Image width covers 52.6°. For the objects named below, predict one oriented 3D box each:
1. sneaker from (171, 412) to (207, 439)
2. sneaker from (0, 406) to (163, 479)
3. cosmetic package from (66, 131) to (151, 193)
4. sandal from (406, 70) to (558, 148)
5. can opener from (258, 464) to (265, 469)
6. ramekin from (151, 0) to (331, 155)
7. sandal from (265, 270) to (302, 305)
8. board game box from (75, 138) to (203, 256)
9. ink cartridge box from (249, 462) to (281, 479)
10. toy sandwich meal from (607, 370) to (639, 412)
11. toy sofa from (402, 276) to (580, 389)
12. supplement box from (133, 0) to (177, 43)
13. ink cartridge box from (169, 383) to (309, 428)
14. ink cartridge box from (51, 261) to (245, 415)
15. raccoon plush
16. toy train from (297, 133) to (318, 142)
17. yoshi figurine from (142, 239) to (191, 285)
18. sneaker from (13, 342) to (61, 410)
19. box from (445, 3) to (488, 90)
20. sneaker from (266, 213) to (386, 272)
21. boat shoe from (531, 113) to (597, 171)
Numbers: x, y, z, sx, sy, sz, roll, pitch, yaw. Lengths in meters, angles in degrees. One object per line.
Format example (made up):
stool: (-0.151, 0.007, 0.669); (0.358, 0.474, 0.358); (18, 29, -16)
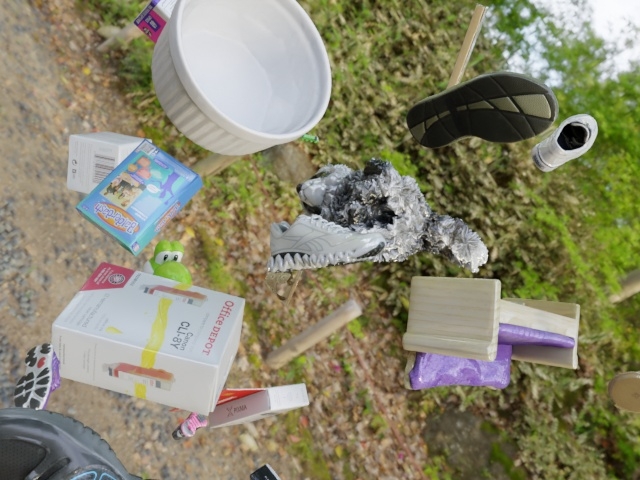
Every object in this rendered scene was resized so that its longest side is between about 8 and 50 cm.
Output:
sneaker: (-0.315, 0.443, 1.543); (0.047, 0.057, 0.119); (56, 14, 7)
sneaker: (-0.304, 0.328, 0.804); (0.341, 0.125, 0.140); (29, 33, -6)
cosmetic package: (-0.580, -0.212, 1.791); (0.183, 0.151, 0.151); (-43, 144, -72)
sandal: (0.277, -0.233, 1.134); (0.303, 0.086, 0.120); (5, -59, 53)
can opener: (-0.114, 0.707, 1.795); (0.186, 0.073, 0.059); (44, -36, 18)
ramekin: (-0.099, -0.200, 0.769); (0.207, 0.109, 0.207); (12, 70, -36)
sandal: (-0.103, 0.113, 1.629); (0.079, 0.088, 0.240); (24, -15, 0)
board game box: (-0.375, -0.092, 1.349); (0.160, 0.210, 0.047); (34, -21, 16)
ink cartridge box: (-0.115, 0.744, 1.661); (0.176, 0.069, 0.371); (41, -38, 33)
toy sandwich meal: (0.469, 0.222, 0.960); (0.085, 0.085, 0.029); (56, 39, -13)
toy sofa: (0.294, 0.168, 1.070); (0.362, 0.150, 0.177); (16, 78, -48)
supplement box: (-0.182, -0.337, 1.085); (0.220, 0.114, 0.111); (41, -21, -23)
ink cartridge box: (-0.224, 0.457, 1.768); (0.261, 0.296, 0.066); (6, 65, -42)
ink cartridge box: (-0.400, 0.226, 1.559); (0.384, 0.160, 0.279); (15, 30, 0)
raccoon plush: (0.145, -0.031, 1.581); (0.446, 0.216, 0.299); (37, -7, -21)
toy train: (-0.045, -0.293, 1.835); (0.024, 0.083, 0.017); (112, -14, -69)
yoshi figurine: (-0.474, 0.178, 1.915); (0.203, 0.362, 0.203); (28, 28, 16)
sneaker: (-0.492, 0.255, 1.161); (0.170, 0.068, 0.071); (-108, 175, -58)
box: (0.291, -0.373, 1.307); (0.021, 0.201, 0.164); (21, 23, 8)
sneaker: (0.000, 0.000, 1.332); (0.110, 0.292, 0.118); (-1, 85, -53)
boat shoe: (0.606, -0.251, 1.553); (0.267, 0.088, 0.096); (-27, 81, -35)
